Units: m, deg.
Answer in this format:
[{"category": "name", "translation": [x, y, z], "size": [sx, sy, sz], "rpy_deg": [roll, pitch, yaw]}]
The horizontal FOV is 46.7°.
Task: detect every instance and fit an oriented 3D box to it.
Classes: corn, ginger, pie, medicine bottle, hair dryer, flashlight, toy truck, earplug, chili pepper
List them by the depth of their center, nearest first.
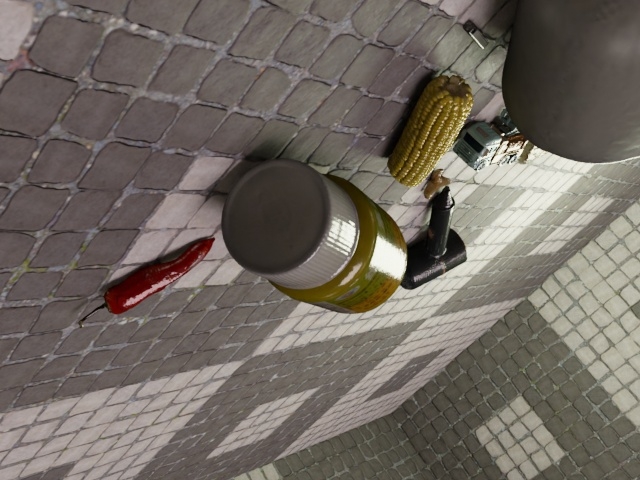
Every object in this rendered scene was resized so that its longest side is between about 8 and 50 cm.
[{"category": "earplug", "translation": [0.460, -0.347, 1.143], "size": [0.313, 0.312, 0.394], "rpy_deg": [-32, 156, -9]}, {"category": "flashlight", "translation": [0.261, -0.344, 1.242], "size": [0.018, 0.018, 0.083], "rpy_deg": [-43, 157, 18]}, {"category": "chili pepper", "translation": [-0.285, 0.071, 1.242], "size": [0.268, 0.050, 0.059], "rpy_deg": [-30, 141, -17]}, {"category": "medicine bottle", "translation": [0.000, 0.000, 1.282], "size": [0.224, 0.224, 0.384], "rpy_deg": [-40, 157, 10]}, {"category": "corn", "translation": [0.198, -0.195, 1.354], "size": [0.093, 0.093, 0.244], "rpy_deg": [-23, 155, -30]}, {"category": "toy truck", "translation": [0.373, -0.219, 1.577], "size": [0.178, 0.080, 0.115], "rpy_deg": [-18, 147, -40]}, {"category": "ginger", "translation": [0.262, -0.131, 1.659], "size": [0.048, 0.030, 0.097], "rpy_deg": [2, 143, -14]}, {"category": "pie", "translation": [0.555, -0.272, 1.773], "size": [0.185, 0.052, 0.218], "rpy_deg": [-25, 154, -22]}, {"category": "hair dryer", "translation": [0.277, -0.018, 1.846], "size": [0.189, 0.107, 0.352], "rpy_deg": [-28, 149, -15]}]
